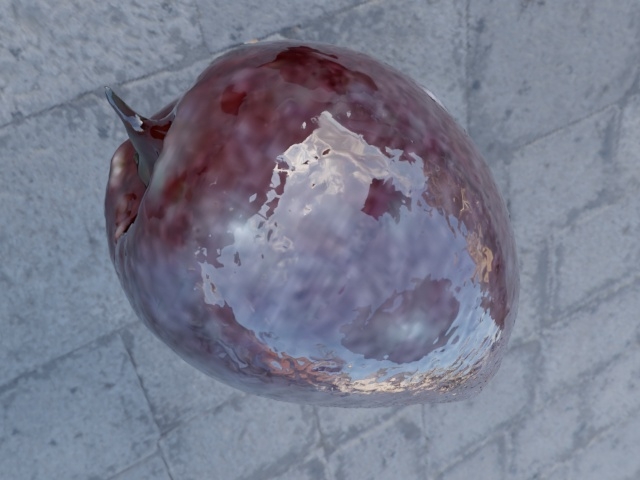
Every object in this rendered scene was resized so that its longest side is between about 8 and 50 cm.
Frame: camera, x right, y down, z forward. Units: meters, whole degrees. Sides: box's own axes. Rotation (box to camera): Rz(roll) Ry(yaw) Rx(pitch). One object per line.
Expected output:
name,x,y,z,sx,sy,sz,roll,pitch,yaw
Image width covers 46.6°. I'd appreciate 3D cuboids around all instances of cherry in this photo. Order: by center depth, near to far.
cherry,0.000,0.000,0.442,0.300,0.230,0.202,34,72,-22
